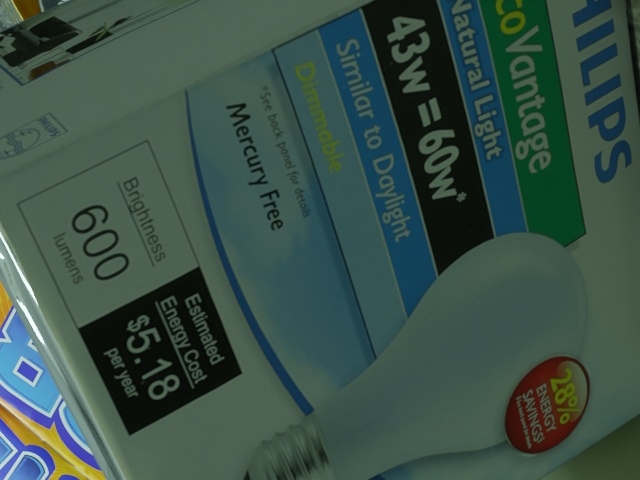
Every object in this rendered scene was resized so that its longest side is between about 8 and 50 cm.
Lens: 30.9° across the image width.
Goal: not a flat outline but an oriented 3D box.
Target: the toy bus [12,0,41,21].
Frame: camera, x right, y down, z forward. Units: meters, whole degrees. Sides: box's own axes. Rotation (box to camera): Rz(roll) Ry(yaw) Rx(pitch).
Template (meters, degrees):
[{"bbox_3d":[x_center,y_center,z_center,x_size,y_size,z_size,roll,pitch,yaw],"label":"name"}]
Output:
[{"bbox_3d":[-0.173,-0.276,1.192,0.149,0.220,0.211,50,-163,0],"label":"toy bus"}]

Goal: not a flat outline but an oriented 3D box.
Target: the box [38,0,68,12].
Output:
[{"bbox_3d":[-0.172,-0.317,0.952,0.165,0.143,0.270,-94,-3,-62],"label":"box"}]

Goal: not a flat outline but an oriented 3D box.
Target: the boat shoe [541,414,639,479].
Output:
[{"bbox_3d":[0.166,0.139,0.871,0.340,0.127,0.113,44,158,53],"label":"boat shoe"}]

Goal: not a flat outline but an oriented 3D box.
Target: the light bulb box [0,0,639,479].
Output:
[{"bbox_3d":[0.000,0.000,0.717,0.225,0.361,0.357,36,151,54],"label":"light bulb box"}]

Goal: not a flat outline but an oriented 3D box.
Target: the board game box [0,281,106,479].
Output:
[{"bbox_3d":[-0.202,0.205,1.320,0.357,0.356,0.356,38,-166,8],"label":"board game box"}]
